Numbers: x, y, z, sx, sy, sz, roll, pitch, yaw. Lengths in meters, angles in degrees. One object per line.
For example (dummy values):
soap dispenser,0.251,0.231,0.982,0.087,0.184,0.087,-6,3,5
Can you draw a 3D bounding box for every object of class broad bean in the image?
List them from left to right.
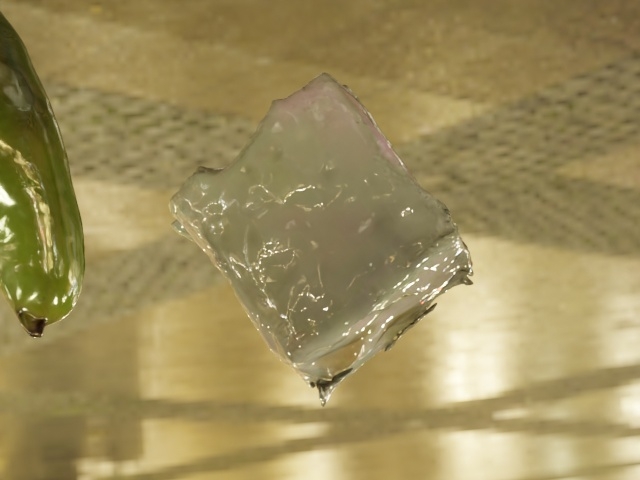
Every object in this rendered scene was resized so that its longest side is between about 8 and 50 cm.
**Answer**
broad bean,-0.169,-0.108,0.720,0.067,0.325,0.075,-28,167,18

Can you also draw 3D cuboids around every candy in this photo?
candy,0.000,0.000,1.388,0.185,0.195,0.137,-38,164,4
